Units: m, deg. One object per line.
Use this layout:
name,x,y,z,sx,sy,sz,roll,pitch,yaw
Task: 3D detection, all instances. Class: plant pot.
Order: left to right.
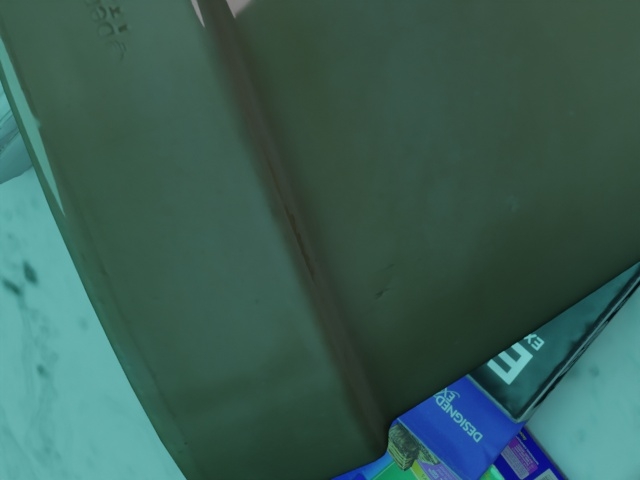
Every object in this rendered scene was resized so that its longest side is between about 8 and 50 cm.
plant pot,0.044,-0.099,0.676,0.280,0.323,0.323,-20,95,3

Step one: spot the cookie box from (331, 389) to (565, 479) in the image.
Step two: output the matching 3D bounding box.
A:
cookie box,0.060,0.126,0.932,0.092,0.040,0.107,52,130,10

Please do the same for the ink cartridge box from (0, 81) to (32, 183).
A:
ink cartridge box,-0.204,-0.147,0.998,0.158,0.092,0.218,-38,81,40

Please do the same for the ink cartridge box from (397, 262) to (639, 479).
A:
ink cartridge box,0.048,-0.023,0.856,0.206,0.045,0.208,43,116,16
